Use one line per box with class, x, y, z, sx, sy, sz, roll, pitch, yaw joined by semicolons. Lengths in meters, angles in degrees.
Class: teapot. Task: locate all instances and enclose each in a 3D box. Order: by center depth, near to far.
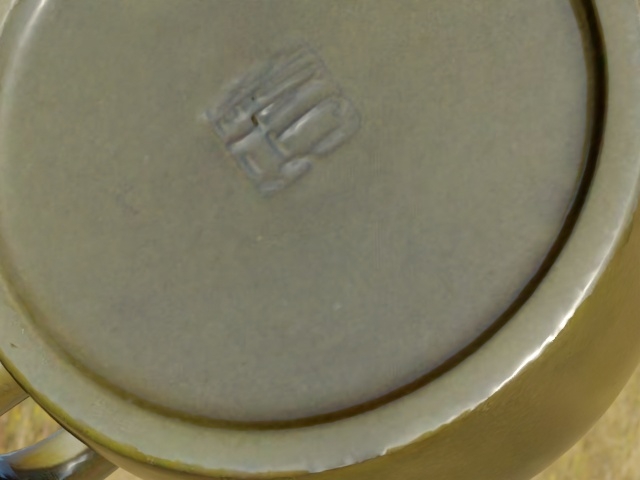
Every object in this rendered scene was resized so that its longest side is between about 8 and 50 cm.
teapot;0.000;0.000;0.408;0.185;0.267;0.175;56;4;24
